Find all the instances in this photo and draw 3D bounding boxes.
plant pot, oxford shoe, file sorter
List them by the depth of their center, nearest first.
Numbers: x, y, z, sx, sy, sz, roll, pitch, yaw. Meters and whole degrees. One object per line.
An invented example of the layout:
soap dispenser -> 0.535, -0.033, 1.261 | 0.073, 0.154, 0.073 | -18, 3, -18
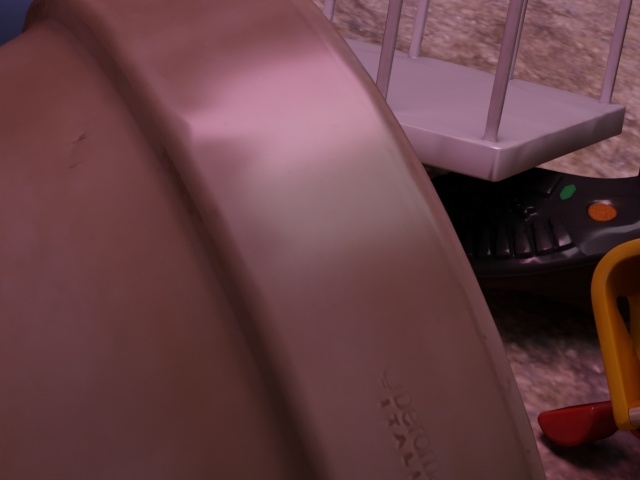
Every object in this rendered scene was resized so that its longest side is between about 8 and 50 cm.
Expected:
plant pot -> -0.115, 0.091, 0.552 | 0.280, 0.323, 0.323 | -21, 47, -18
oxford shoe -> 0.135, 0.012, 0.909 | 0.227, 0.096, 0.083 | 0, 45, 11
file sorter -> 0.025, -0.161, 0.936 | 0.278, 0.173, 0.193 | 16, 17, 26

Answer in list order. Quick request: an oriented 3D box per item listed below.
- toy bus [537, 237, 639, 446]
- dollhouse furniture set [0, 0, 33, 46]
toy bus -> 0.209, 0.033, 0.807 | 0.191, 0.202, 0.104 | -9, 86, -16
dollhouse furniture set -> -0.210, -0.301, 1.059 | 0.303, 0.198, 0.286 | 22, 45, 4
